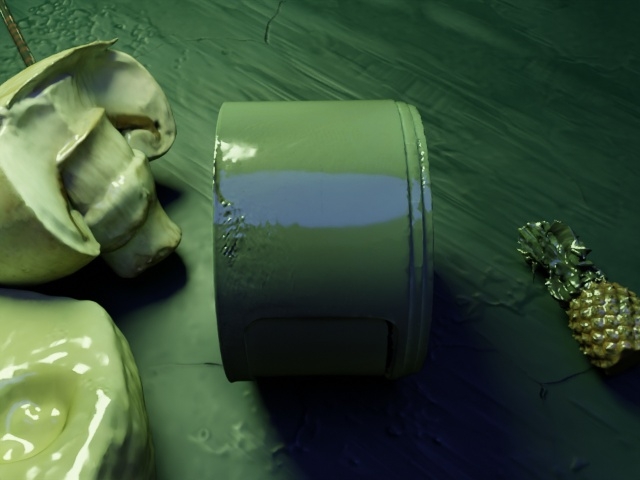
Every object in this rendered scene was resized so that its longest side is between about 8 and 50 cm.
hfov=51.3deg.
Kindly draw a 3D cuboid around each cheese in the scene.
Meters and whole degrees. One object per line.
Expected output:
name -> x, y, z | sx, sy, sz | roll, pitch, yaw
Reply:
cheese -> -0.270, 0.166, 0.460 | 0.318, 0.115, 0.326 | -24, 43, -23

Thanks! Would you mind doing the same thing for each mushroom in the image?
mushroom -> -0.247, -0.051, 0.623 | 0.189, 0.195, 0.253 | -14, 35, 29

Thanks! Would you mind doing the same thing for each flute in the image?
flute -> -0.402, -0.281, 0.867 | 0.014, 0.014, 0.269 | -25, 59, -17

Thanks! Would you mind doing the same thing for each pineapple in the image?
pineapple -> 0.238, 0.044, 0.612 | 0.074, 0.074, 0.159 | -20, 55, -13

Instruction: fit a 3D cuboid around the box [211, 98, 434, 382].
box -> 0.000, 0.000, 0.544 | 0.149, 0.226, 0.226 | -1, 55, 0
